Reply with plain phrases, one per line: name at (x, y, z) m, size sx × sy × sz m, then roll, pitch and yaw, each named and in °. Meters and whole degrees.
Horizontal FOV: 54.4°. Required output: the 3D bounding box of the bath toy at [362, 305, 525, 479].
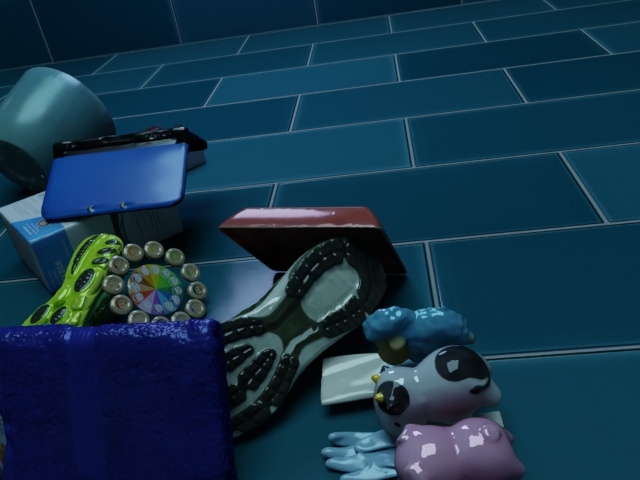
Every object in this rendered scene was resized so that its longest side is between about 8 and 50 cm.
bath toy at (0.135, 0.223, 0.691) m, size 0.151 × 0.129 × 0.348 m, roll -43°, pitch 33°, yaw 22°

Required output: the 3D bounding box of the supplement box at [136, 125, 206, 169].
supplement box at (-0.443, -0.247, 1.724) m, size 0.130 × 0.073 × 0.240 m, roll -32°, pitch 38°, yaw -34°

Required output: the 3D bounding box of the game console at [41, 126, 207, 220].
game console at (-0.403, -0.135, 1.322) m, size 0.293 × 0.173 × 0.250 m, roll -5°, pitch -1°, yaw 5°

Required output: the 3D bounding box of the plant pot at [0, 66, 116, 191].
plant pot at (-0.742, -0.274, 1.667) m, size 0.293 × 0.293 × 0.235 m, roll 6°, pitch 49°, yaw 24°

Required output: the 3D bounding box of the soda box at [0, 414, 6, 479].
soda box at (-0.482, 0.266, 0.896) m, size 0.058 × 0.062 × 0.183 m, roll -17°, pitch 32°, yaw -12°

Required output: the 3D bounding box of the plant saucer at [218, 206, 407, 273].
plant saucer at (0.000, 0.000, 1.037) m, size 0.259 × 0.259 × 0.047 m, roll 1°, pitch 72°, yaw 17°

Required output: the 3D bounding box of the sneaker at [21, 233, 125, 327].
sneaker at (-0.408, 0.127, 1.066) m, size 0.110 × 0.123 × 0.295 m, roll 9°, pitch 54°, yaw 22°

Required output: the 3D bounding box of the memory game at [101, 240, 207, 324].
memory game at (-0.282, 0.080, 1.074) m, size 0.186 × 0.012 × 0.186 m, roll 19°, pitch 50°, yaw -25°

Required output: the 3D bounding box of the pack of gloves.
pack of gloves at (0.116, 0.232, 0.820) m, size 0.232 × 0.046 × 0.195 m, roll -8°, pitch 41°, yaw 10°

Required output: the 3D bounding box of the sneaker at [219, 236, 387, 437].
sneaker at (-0.086, 0.158, 0.933) m, size 0.410 × 0.158 × 0.182 m, roll -34°, pitch -2°, yaw -18°

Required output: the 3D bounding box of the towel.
towel at (-0.261, 0.212, 0.793) m, size 0.309 × 0.227 × 0.076 m, roll -4°, pitch 4°, yaw 10°

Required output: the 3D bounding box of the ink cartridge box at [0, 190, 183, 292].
ink cartridge box at (-0.491, -0.044, 1.346) m, size 0.308 × 0.128 × 0.223 m, roll -29°, pitch 36°, yaw -30°

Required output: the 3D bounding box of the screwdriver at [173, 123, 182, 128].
screwdriver at (-0.388, -0.276, 1.665) m, size 0.025 × 0.024 × 0.170 m, roll -34°, pitch 29°, yaw 12°
